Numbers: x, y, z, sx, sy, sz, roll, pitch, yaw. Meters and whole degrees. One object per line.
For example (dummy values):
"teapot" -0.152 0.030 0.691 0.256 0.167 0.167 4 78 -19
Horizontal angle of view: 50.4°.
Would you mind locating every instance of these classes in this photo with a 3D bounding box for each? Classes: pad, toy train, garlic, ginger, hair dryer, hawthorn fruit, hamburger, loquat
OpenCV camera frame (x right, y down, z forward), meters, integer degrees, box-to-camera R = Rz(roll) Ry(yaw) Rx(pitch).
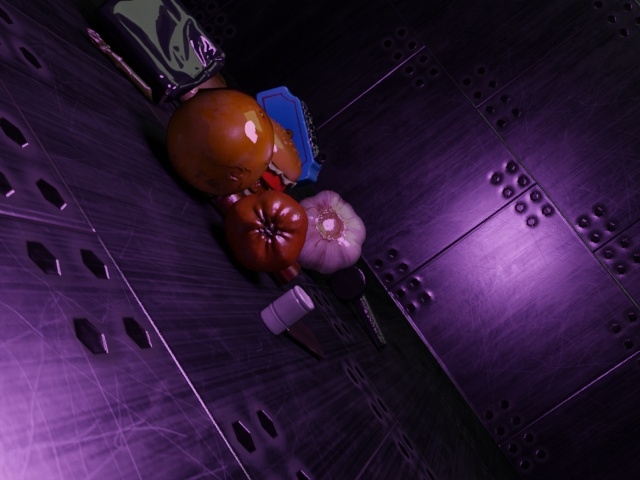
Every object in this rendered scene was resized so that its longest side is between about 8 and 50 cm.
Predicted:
"pad" -0.351 -0.254 1.666 0.190 0.004 0.127 53 6 7
"toy train" -0.136 -0.290 2.059 0.188 0.265 0.300 6 70 -82
"garlic" 0.000 0.000 2.030 0.245 0.245 0.253 54 -25 10
"ginger" -0.359 -0.446 2.094 0.275 0.130 0.221 51 18 -28
"hair dryer" 0.146 0.222 2.275 0.302 0.116 0.244 65 8 6
"hawthorn fruit" -0.114 -0.021 1.409 0.189 0.189 0.189 52 7 -9
"hamburger" -0.171 -0.225 1.834 0.274 0.212 0.274 52 7 -9
"loquat" -0.210 -0.208 1.432 0.235 0.235 0.235 52 7 -9

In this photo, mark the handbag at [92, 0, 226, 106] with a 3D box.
"handbag" -0.433 -0.496 1.752 0.301 0.178 0.275 50 50 -15

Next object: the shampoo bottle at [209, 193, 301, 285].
"shampoo bottle" -0.148 -0.016 1.561 0.260 0.064 0.102 51 8 -17

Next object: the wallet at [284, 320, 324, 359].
"wallet" -0.043 0.192 1.416 0.156 0.018 0.082 45 11 -49

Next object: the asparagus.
"asparagus" -0.464 -0.408 1.585 0.236 0.027 0.034 47 -2 -42

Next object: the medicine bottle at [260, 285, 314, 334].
"medicine bottle" -0.063 0.132 1.291 0.057 0.089 0.057 52 6 -8
